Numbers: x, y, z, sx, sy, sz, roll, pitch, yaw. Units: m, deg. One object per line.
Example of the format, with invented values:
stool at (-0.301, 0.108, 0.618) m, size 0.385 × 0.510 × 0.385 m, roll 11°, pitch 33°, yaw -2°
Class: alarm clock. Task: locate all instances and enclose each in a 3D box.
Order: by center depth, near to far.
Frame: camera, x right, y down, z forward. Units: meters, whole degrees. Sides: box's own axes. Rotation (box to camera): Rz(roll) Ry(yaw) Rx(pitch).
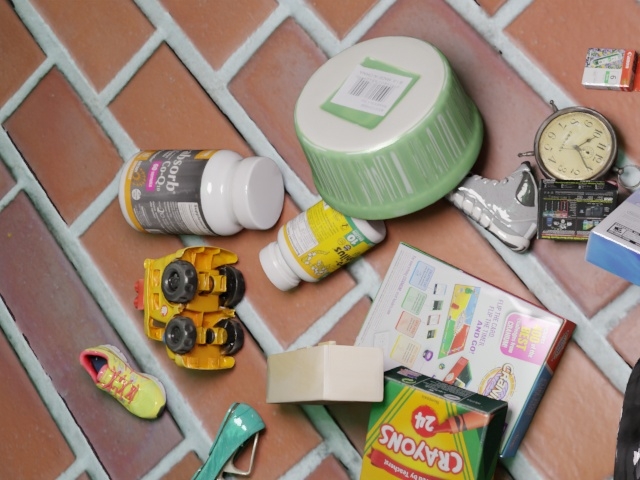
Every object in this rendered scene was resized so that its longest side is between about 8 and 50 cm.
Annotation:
alarm clock at (0.423, -0.135, 1.774) m, size 0.192 × 0.064 × 0.129 m, roll 31°, pitch 88°, yaw 24°

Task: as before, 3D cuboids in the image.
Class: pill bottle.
pill bottle at (0.000, 0.000, 1.945) m, size 0.208 × 0.117 × 0.118 m, roll -32°, pitch 67°, yaw 19°
pill bottle at (-0.218, -0.088, 2.053) m, size 0.278 × 0.162 × 0.162 m, roll 1°, pitch 81°, yaw 28°

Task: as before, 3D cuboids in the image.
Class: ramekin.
ramekin at (0.103, -0.196, 1.840) m, size 0.303 × 0.148 × 0.303 m, roll -14°, pitch 47°, yaw 16°

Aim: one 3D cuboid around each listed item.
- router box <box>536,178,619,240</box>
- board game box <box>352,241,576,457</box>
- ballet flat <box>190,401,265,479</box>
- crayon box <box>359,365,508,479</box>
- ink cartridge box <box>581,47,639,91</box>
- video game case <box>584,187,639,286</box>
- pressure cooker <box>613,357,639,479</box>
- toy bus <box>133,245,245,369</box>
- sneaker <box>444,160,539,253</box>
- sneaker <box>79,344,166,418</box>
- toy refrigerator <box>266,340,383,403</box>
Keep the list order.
router box at (0.400, -0.047, 1.742) m, size 0.122 × 0.038 × 0.092 m, roll 3°, pitch 120°, yaw 11°
board game box at (0.221, 0.174, 1.826) m, size 0.316 × 0.064 × 0.242 m, roll 27°, pitch 94°, yaw 29°
ballet flat at (-0.174, 0.408, 1.987) m, size 0.087 × 0.083 × 0.247 m, roll 32°, pitch 98°, yaw 15°
crayon box at (0.166, 0.381, 1.763) m, size 0.202 × 0.081 × 0.319 m, roll 16°, pitch 105°, yaw 32°
ink cartridge box at (0.482, -0.273, 1.789) m, size 0.115 × 0.029 × 0.063 m, roll 8°, pitch 84°, yaw 29°
video game case at (0.555, 0.010, 1.589) m, size 0.269 × 0.244 × 0.061 m, roll 29°, pitch 134°, yaw 29°
pressure cooker at (0.611, 0.318, 1.420) m, size 0.420 × 0.370 × 0.376 m, roll 2°, pitch 77°, yaw 27°
toy bus at (-0.261, 0.129, 2.056) m, size 0.211 × 0.149 × 0.220 m, roll -8°, pitch 79°, yaw 40°
sneaker at (0.282, -0.093, 1.841) m, size 0.228 × 0.086 × 0.132 m, roll 40°, pitch 95°, yaw 18°
sneaker at (-0.381, 0.270, 2.112) m, size 0.208 × 0.094 × 0.081 m, roll 32°, pitch 95°, yaw 27°
toy refrigerator at (0.002, 0.219, 1.828) m, size 0.269 × 0.102 × 0.094 m, roll 158°, pitch 115°, yaw -67°
